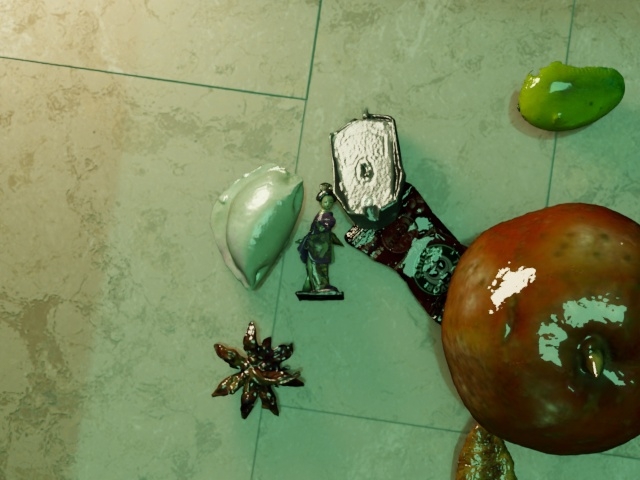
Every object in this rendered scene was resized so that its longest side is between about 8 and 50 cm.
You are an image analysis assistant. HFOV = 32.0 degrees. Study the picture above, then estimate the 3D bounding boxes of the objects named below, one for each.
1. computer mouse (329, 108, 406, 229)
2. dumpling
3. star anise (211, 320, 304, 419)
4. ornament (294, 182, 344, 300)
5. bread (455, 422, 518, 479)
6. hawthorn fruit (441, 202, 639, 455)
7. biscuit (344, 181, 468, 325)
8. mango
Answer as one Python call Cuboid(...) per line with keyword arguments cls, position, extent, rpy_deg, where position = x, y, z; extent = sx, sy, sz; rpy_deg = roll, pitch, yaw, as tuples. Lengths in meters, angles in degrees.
Cuboid(cls="computer mouse", position=(0.084, -0.115, 1.872), extent=(0.126, 0.071, 0.231), rpy_deg=(-16, 59, 14))
Cuboid(cls="dumpling", position=(-0.108, -0.026, 1.879), extent=(0.105, 0.149, 0.217), rpy_deg=(20, 89, -32))
Cuboid(cls="star anise", position=(-0.110, 0.221, 1.882), extent=(0.168, 0.057, 0.168), rpy_deg=(-1, 86, 11))
Cuboid(cls="ornament", position=(0.000, 0.002, 1.873), extent=(0.088, 0.081, 0.203), rpy_deg=(2, 87, 1))
Cuboid(cls="bread", position=(0.276, 0.418, 1.851), extent=(0.105, 0.076, 0.233), rpy_deg=(-9, 80, -11))
Cuboid(cls="hawthorn fruit", position=(0.378, 0.149, 1.700), extent=(0.403, 0.403, 0.403), rpy_deg=(0, 88, 2))
Cuboid(cls="biscuit", position=(0.173, 0.018, 1.878), extent=(0.235, 0.063, 0.151), rpy_deg=(42, 93, 1))
Cuboid(cls="mango", position=(0.417, -0.237, 1.853), extent=(0.178, 0.119, 0.100), rpy_deg=(-9, 65, 1))
